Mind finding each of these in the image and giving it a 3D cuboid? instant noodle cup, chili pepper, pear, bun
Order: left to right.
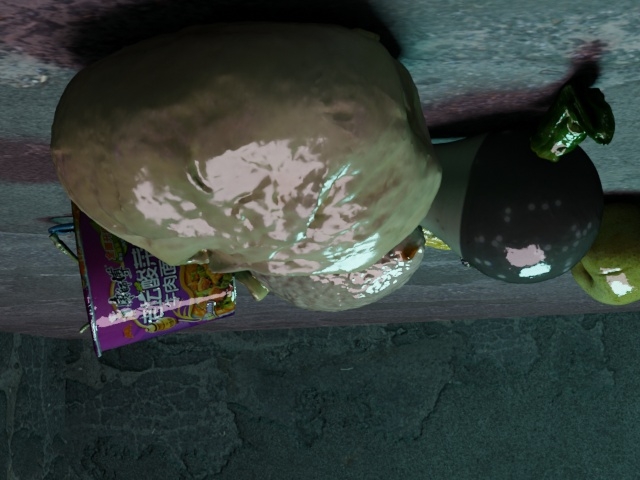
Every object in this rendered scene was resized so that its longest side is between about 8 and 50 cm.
[{"bbox_3d":[-0.218,0.016,1.654,0.190,0.251,0.251,-9,172,-8],"label":"instant noodle cup"},{"bbox_3d":[-0.060,-0.072,1.145,0.361,0.213,0.361,0,173,0],"label":"bun"},{"bbox_3d":[0.261,-0.124,1.276,0.050,0.073,0.182,23,175,-3],"label":"chili pepper"},{"bbox_3d":[0.451,0.017,1.914,0.136,0.167,0.167,-17,172,-4],"label":"pear"}]

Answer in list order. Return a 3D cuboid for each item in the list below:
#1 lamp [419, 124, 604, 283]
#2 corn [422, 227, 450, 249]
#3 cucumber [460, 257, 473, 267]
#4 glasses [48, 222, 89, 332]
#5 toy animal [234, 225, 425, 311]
[{"bbox_3d":[0.168,-0.039,1.460,0.313,0.182,0.182,-2,171,16],"label":"lamp"},{"bbox_3d":[0.170,-0.021,1.946,0.165,0.063,0.085,9,-169,-36],"label":"corn"},{"bbox_3d":[0.340,0.017,2.214,0.187,0.058,0.058,-4,170,27],"label":"cucumber"},{"bbox_3d":[-0.338,0.046,2.075,0.239,0.207,0.102,6,-155,-25],"label":"glasses"},{"bbox_3d":[0.003,0.000,1.648,0.226,0.188,0.358,1,179,-29],"label":"toy animal"}]
